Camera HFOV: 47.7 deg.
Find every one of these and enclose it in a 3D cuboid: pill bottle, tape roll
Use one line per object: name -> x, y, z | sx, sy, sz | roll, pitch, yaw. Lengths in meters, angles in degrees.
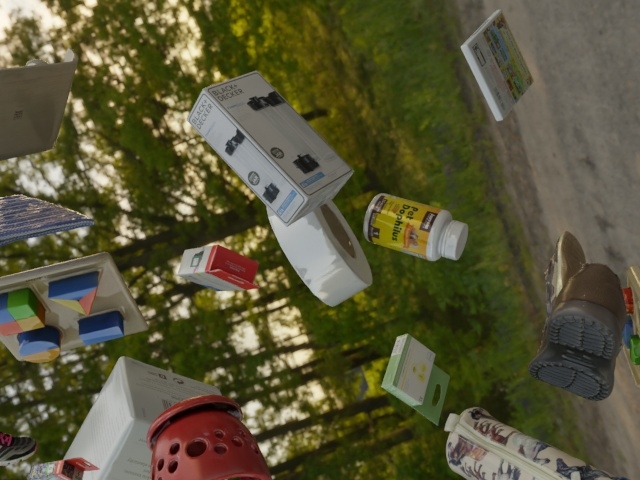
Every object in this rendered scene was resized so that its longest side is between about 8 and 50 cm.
pill bottle -> 0.212, -0.025, 1.606 | 0.117, 0.215, 0.117 | -46, -35, -47
tape roll -> 0.000, 0.000, 1.600 | 0.286, 0.100, 0.286 | 53, -167, -19

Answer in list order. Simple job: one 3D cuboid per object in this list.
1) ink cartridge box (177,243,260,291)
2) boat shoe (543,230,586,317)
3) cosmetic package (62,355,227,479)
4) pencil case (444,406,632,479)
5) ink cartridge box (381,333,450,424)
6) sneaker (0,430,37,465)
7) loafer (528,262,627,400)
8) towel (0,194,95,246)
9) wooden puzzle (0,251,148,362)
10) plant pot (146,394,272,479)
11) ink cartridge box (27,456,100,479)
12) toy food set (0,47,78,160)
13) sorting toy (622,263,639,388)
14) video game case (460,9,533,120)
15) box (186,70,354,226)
ink cartridge box -> -0.257, 0.074, 1.881 | 0.134, 0.231, 0.078 | 27, -110, -33
boat shoe -> 0.634, 0.091, 1.904 | 0.103, 0.092, 0.285 | 36, -136, -19
cosmetic package -> -0.471, 0.597, 1.974 | 0.329, 0.393, 0.327 | 27, -171, -28
pencil case -> 0.449, 0.492, 1.528 | 0.410, 0.160, 0.183 | 18, 147, 50
ink cartridge box -> 0.294, 0.402, 2.087 | 0.235, 0.056, 0.171 | 37, -125, -20
sneaker -> -0.626, 0.377, 1.371 | 0.063, 0.170, 0.074 | -126, 46, -67
loafer -> 0.426, 0.151, 1.155 | 0.134, 0.130, 0.366 | 21, 157, 17
towel -> -0.642, -0.035, 1.455 | 0.336, 0.243, 0.040 | 15, 114, 44
wooden puzzle -> -0.588, 0.175, 1.644 | 0.348, 0.322, 0.080 | 82, 173, -55
plant pot -> -0.195, 0.366, 1.207 | 0.174, 0.191, 0.191 | 61, 175, 37
ink cartridge box -> -0.478, 0.436, 1.351 | 0.063, 0.115, 0.029 | 57, -155, -45
toy food set -> -0.633, -0.274, 1.444 | 0.092, 0.219, 0.306 | 39, -147, 15
sorting toy -> 0.717, 0.210, 1.632 | 0.307, 0.041, 0.229 | -58, -34, -67
video game case -> 0.473, -0.465, 1.918 | 0.026, 0.206, 0.227 | -6, 123, 49
box -> -0.095, -0.182, 1.386 | 0.290, 0.169, 0.087 | 47, 132, 9
